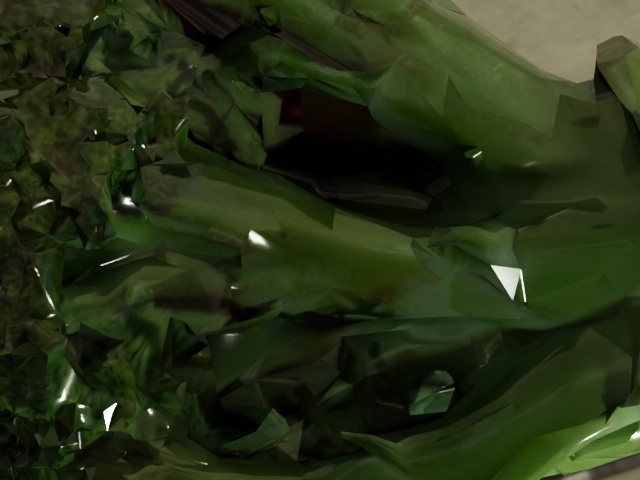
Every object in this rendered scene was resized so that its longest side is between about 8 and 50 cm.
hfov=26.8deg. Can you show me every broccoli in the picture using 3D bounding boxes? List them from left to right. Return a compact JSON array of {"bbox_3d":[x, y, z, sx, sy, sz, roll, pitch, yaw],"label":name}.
[{"bbox_3d":[0.000,0.000,0.421,0.275,0.307,0.308,-10,170,35],"label":"broccoli"}]
